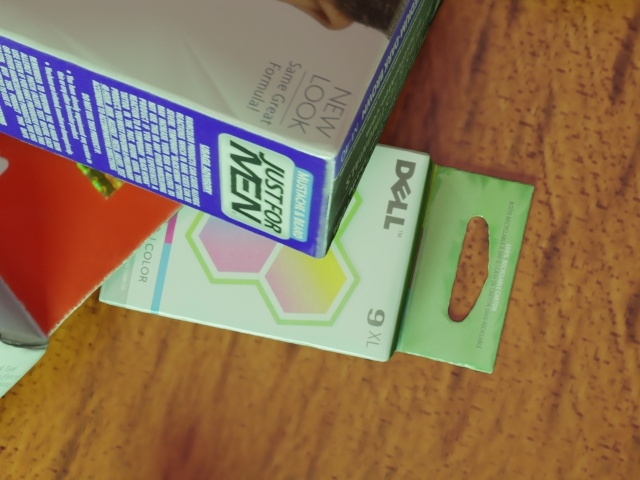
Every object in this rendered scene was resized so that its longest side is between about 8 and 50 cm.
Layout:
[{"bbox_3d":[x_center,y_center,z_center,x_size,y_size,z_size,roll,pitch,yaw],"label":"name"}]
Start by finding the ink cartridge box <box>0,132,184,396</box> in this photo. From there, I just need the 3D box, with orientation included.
[{"bbox_3d":[-0.231,-0.043,0.665,0.239,0.060,0.275,-44,72,8],"label":"ink cartridge box"}]

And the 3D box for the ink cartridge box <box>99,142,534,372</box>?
[{"bbox_3d":[0.000,0.000,0.674,0.209,0.062,0.109,12,91,5],"label":"ink cartridge box"}]

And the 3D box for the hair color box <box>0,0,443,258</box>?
[{"bbox_3d":[-0.116,-0.145,0.626,0.339,0.110,0.185,22,65,6],"label":"hair color box"}]
